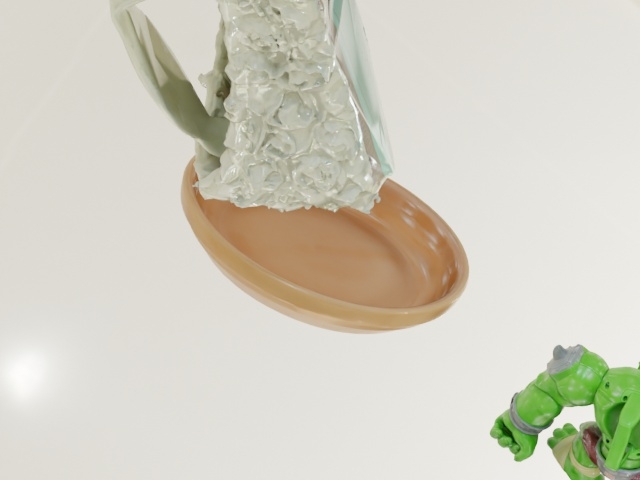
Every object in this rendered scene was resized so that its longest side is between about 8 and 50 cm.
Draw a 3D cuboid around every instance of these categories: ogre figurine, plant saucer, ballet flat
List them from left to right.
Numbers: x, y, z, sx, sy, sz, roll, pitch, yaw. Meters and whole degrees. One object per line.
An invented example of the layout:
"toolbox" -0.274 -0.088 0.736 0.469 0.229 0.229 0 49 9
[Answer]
"ballet flat" -0.045 -0.142 0.817 0.147 0.409 0.147 -4 -127 6
"plant saucer" 0.000 0.000 1.104 0.200 0.200 0.037 -93 -157 -60
"ogre figurine" 0.223 0.141 1.187 0.097 0.197 0.118 -30 144 -31
